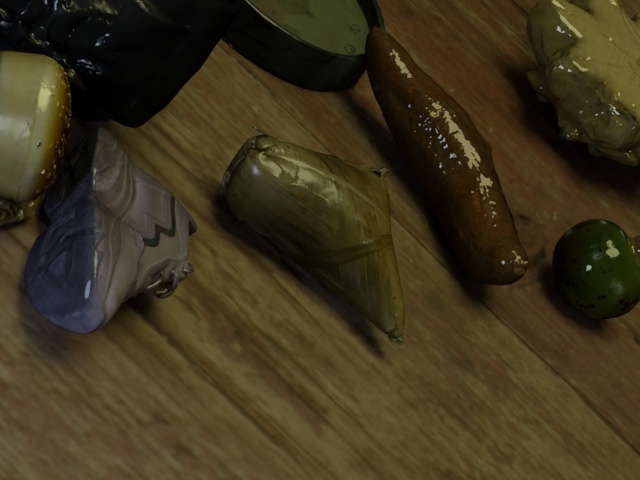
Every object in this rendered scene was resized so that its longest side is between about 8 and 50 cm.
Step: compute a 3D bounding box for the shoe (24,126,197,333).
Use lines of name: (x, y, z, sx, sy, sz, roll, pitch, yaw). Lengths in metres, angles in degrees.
shoe: (-0.169, 0.013, 1.710, 0.138, 0.095, 0.245, 34, 28, -22)

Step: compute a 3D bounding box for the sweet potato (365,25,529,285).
sweet potato: (0.143, -0.086, 2.188, 0.341, 0.092, 0.114, 63, 8, 24)

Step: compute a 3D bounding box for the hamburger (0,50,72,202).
hamburger: (-0.248, -0.094, 1.666, 0.081, 0.141, 0.126, 14, 69, -16)

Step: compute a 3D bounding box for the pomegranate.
pomegranate: (0.328, 0.023, 2.228, 0.114, 0.142, 0.114, 56, 17, -27)

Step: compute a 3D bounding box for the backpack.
backpack: (-0.284, -0.308, 1.821, 0.446, 0.255, 0.363, 34, 27, -18)

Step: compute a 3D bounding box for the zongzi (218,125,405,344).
zongzi: (0.000, 0.000, 1.926, 0.194, 0.099, 0.197, 18, 45, -36)

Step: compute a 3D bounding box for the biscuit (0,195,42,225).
biscuit: (-0.327, -0.097, 1.723, 0.220, 0.033, 0.220, 32, 31, -22)

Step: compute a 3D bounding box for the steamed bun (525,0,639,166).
steamed bun: (0.366, -0.189, 2.550, 0.292, 0.137, 0.295, 32, 37, -18)

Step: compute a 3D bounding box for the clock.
clock: (-0.047, -0.288, 2.270, 0.281, 0.055, 0.280, 29, 33, -21)
